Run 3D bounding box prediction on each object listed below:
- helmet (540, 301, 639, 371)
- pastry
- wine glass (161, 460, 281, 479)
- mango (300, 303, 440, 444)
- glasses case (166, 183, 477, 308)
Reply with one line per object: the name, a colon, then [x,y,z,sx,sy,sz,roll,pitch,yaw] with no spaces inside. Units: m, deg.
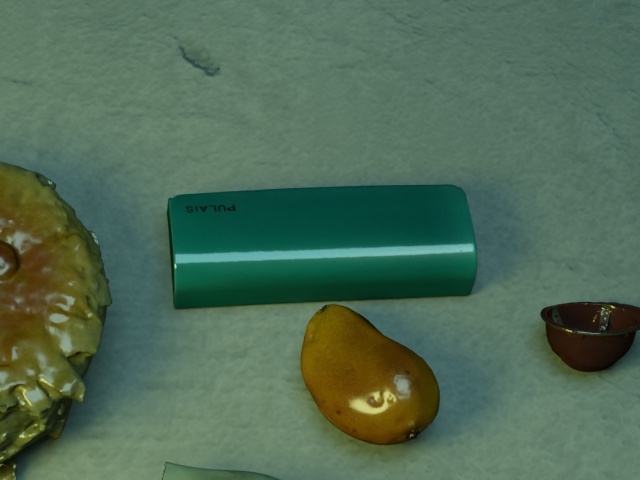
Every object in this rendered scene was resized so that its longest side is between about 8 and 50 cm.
helmet: [0.269,0.100,1.859,0.111,0.057,0.089,-2,16,-12]
pastry: [-0.344,0.061,1.768,0.330,0.136,0.329,6,56,-9]
wine glass: [-0.052,0.257,1.709,0.202,0.093,0.093,13,58,2]
mango: [0.042,0.134,1.804,0.105,0.084,0.159,-42,49,-10]
glasses case: [0.000,-0.002,1.890,0.301,0.070,0.117,-4,58,-7]
